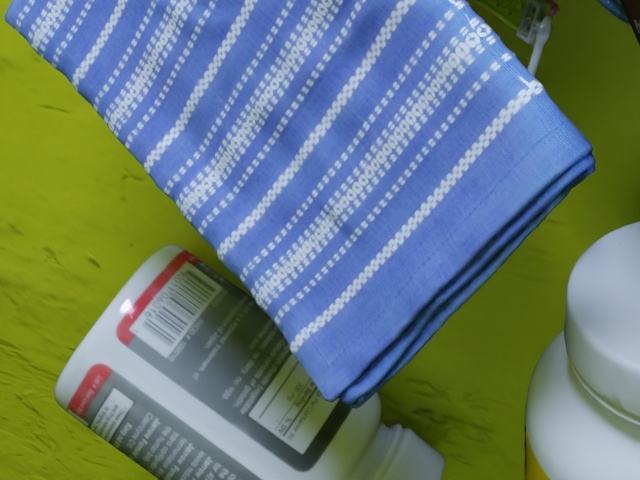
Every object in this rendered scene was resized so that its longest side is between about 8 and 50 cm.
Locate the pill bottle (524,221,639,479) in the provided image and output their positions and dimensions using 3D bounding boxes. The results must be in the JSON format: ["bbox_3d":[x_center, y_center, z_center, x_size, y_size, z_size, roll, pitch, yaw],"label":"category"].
[{"bbox_3d":[0.224,0.157,0.742,0.188,0.188,0.333,13,132,24],"label":"pill bottle"}]

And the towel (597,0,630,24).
[{"bbox_3d":[0.177,-0.117,0.576,0.029,0.119,0.067,-58,46,25],"label":"towel"}]

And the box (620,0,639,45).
[{"bbox_3d":[0.204,-0.133,0.432,0.169,0.167,0.203,-25,95,4],"label":"box"}]

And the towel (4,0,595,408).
[{"bbox_3d":[-0.035,-0.088,0.633,0.336,0.040,0.243,48,135,10],"label":"towel"}]

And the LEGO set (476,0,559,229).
[{"bbox_3d":[0.034,-0.119,0.681,0.287,0.132,0.107,31,127,26],"label":"LEGO set"}]

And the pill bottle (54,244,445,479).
[{"bbox_3d":[-0.054,0.145,0.935,0.283,0.161,0.161,36,138,0],"label":"pill bottle"}]
